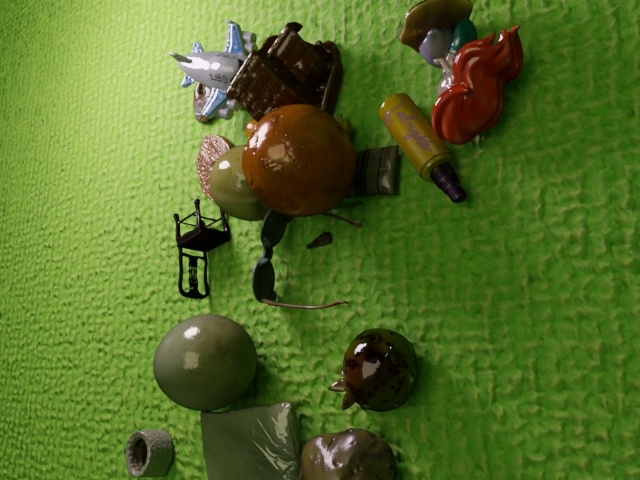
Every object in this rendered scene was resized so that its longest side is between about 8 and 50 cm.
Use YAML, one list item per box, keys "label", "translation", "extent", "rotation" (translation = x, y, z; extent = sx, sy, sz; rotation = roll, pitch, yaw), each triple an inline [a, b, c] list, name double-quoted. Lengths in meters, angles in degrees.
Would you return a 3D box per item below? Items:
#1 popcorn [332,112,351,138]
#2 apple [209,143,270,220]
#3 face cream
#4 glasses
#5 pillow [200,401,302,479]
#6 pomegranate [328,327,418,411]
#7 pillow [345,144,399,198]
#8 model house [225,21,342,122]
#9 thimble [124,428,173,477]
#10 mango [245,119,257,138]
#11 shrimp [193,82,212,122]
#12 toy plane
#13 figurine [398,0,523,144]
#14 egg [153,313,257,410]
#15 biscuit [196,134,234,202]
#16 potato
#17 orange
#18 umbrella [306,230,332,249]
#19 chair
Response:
- label: "popcorn"
  translation: [0.036, -0.261, 1.424]
  extent: [0.084, 0.084, 0.084]
  rotation: [-11, 73, 37]
- label: "apple"
  translation: [-0.169, -0.135, 1.484]
  extent: [0.200, 0.200, 0.200]
  rotation: [-11, 73, 37]
- label: "face cream"
  translation: [0.210, -0.180, 1.253]
  extent: [0.078, 0.078, 0.273]
  rotation: [-43, 56, 24]
- label: "glasses"
  translation: [-0.021, 0.045, 1.390]
  extent: [0.268, 0.118, 0.234]
  rotation: [9, 83, 31]
- label: "pillow"
  translation: [-0.146, 0.503, 1.383]
  extent: [0.280, 0.076, 0.274]
  rotation: [-16, 80, 32]
- label: "pomegranate"
  translation: [0.091, 0.257, 1.204]
  extent: [0.220, 0.156, 0.156]
  rotation: [-30, 62, 35]
- label: "pillow"
  translation: [0.083, -0.147, 1.376]
  extent: [0.203, 0.038, 0.113]
  rotation: [-3, 78, 40]
- label: "model house"
  translation: [-0.080, -0.377, 1.448]
  extent: [0.199, 0.229, 0.220]
  rotation: [-41, 57, 31]
- label: "thimble"
  translation: [-0.437, 0.546, 1.604]
  extent: [0.102, 0.090, 0.115]
  rotation: [10, 84, 37]
- label: "mango"
  translation: [-0.156, -0.273, 1.601]
  extent: [0.089, 0.046, 0.060]
  rotation: [46, 111, 23]
- label: "shrimp"
  translation: [-0.331, -0.427, 1.774]
  extent: [0.132, 0.051, 0.187]
  rotation: [4, 85, 40]
- label: "toy plane"
  translation: [-0.263, -0.448, 1.653]
  extent: [0.267, 0.122, 0.267]
  rotation: [-1, 86, 16]
- label: "figurine"
  translation: [0.275, -0.331, 1.181]
  extent: [0.208, 0.181, 0.257]
  rotation: [-23, 70, 2]
- label: "egg"
  translation: [-0.276, 0.285, 1.454]
  extent: [0.295, 0.218, 0.218]
  rotation: [-21, 66, 48]
- label: "biscuit"
  translation: [-0.279, -0.199, 1.691]
  extent: [0.142, 0.029, 0.221]
  rotation: [-35, 59, 29]
- label: "potato"
  translation: [0.050, 0.447, 1.202]
  extent: [0.200, 0.137, 0.154]
  rotation: [-16, 39, 36]
- label: "orange"
  translation: [-0.042, -0.166, 1.307]
  extent: [0.240, 0.240, 0.240]
  rotation: [-11, 73, 37]
- label: "umbrella"
  translation: [-0.001, 0.001, 1.424]
  extent: [0.083, 0.020, 0.031]
  rotation: [-28, 102, 31]
- label: "chair"
  translation: [-0.303, 0.025, 1.609]
  extent: [0.113, 0.106, 0.229]
  rotation: [-25, 66, 35]
